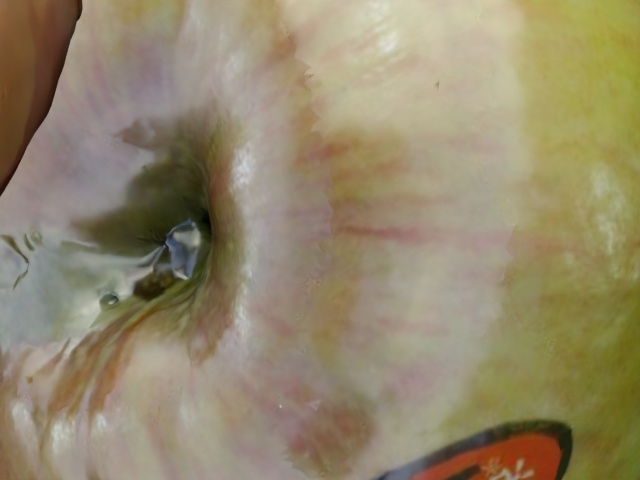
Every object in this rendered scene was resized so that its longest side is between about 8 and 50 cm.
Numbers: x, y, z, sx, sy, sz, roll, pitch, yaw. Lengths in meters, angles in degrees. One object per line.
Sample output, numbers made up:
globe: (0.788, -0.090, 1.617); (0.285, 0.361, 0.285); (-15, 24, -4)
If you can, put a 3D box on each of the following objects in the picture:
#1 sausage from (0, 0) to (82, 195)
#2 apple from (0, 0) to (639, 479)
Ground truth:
sausage: (-0.161, 0.077, 0.231); (0.094, 0.094, 0.419); (10, 49, 30)
apple: (0.000, 0.000, 0.580); (0.261, 0.194, 0.260); (0, 90, 38)
